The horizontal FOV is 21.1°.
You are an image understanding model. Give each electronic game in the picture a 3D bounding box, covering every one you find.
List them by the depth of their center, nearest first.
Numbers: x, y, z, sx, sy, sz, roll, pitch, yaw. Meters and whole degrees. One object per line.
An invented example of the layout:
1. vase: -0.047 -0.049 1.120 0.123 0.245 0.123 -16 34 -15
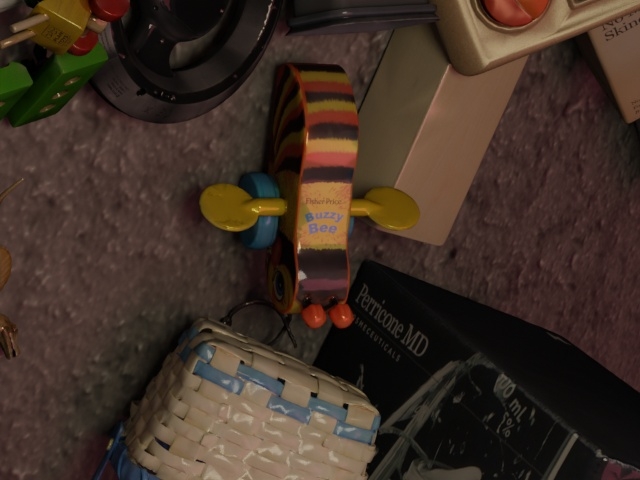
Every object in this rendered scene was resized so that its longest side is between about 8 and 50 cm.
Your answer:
1. electronic game: -0.112 -0.207 1.392 0.229 0.048 0.229 -23 123 -41

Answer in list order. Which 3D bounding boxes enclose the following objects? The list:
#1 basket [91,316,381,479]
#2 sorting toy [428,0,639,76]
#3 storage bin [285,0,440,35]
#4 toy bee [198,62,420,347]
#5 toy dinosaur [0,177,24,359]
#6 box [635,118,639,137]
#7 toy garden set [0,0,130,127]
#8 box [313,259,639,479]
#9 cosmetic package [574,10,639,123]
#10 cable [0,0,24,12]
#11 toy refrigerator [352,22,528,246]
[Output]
1. basket: -0.082 0.238 1.554 0.255 0.201 0.289 26 89 -12
2. sorting toy: 0.175 -0.322 1.512 0.229 0.041 0.307 -21 103 4
3. storage bin: 0.029 -0.230 1.505 0.135 0.098 0.091 -9 93 -43
4. toy bee: 0.000 0.000 1.539 0.195 0.162 0.298 -20 123 -11
5. toy dinosaur: -0.280 0.030 1.385 0.092 0.053 0.183 -42 149 -42
6. box: 0.459 -0.134 1.942 0.182 0.119 0.181 -24 139 4
7. toy garden set: -0.263 -0.116 1.222 0.244 0.049 0.204 -23 174 -36
8. box: 0.148 0.343 1.647 0.297 0.480 0.472 23 98 -29
9. cosmetic package: 0.314 -0.266 1.698 0.160 0.113 0.309 -30 146 7
10. cable: -0.243 -0.277 1.176 0.257 0.089 0.257 -58 142 -1
11. toy refrigerator: 0.110 -0.140 1.642 0.102 0.094 0.269 13 103 -45
